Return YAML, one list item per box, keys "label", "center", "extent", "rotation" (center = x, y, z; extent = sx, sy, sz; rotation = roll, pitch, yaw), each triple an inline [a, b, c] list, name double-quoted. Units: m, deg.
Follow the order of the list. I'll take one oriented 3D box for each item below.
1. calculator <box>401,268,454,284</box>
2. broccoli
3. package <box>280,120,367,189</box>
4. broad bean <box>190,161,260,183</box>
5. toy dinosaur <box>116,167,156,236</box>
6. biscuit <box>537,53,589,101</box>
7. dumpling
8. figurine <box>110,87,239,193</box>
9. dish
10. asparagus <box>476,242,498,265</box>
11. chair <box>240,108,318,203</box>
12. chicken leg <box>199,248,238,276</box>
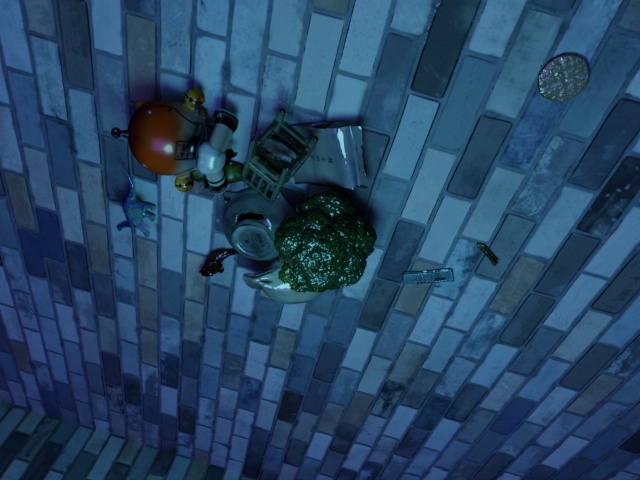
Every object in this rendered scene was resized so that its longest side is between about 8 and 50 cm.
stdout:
- label: "calculator"
  center: [0.367, 0.124, 1.615]
  extent: [0.172, 0.018, 0.057]
  rotation: [-6, 126, 16]
- label: "broccoli"
  center: [0.000, 0.000, 1.443]
  extent: [0.322, 0.283, 0.303]
  rotation: [-22, 106, -11]
- label: "package"
  center: [0.018, -0.250, 1.399]
  extent: [0.251, 0.062, 0.203]
  rotation: [7, 129, 25]
- label: "broad bean"
  center: [-0.281, -0.227, 1.488]
  extent: [0.319, 0.056, 0.098]
  rotation: [-11, 112, 14]
- label: "toy dinosaur"
  center: [-0.642, -0.104, 1.652]
  extent: [0.145, 0.076, 0.329]
  rotation: [30, 138, -1]
- label: "biscuit"
  center: [0.600, -0.401, 1.166]
  extent: [0.120, 0.015, 0.120]
  rotation: [6, 127, 9]
- label: "dumpling"
  center: [-0.079, 0.139, 1.645]
  extent: [0.181, 0.342, 0.260]
  rotation: [59, 164, 15]
- label: "figurine"
  center: [-0.416, -0.286, 1.374]
  extent: [0.324, 0.196, 0.319]
  rotation: [17, 114, 6]
- label: "dish"
  center: [-0.211, -0.031, 1.573]
  extent: [0.304, 0.120, 0.302]
  rotation: [7, 128, 8]
- label: "asparagus"
  center: [0.535, 0.044, 1.508]
  extent: [0.108, 0.025, 0.021]
  rotation: [43, 134, -18]
- label: "chair"
  center: [-0.125, -0.236, 1.365]
  extent: [0.136, 0.147, 0.270]
  rotation: [39, 159, -1]
- label: "chicken leg"
  center: [-0.378, 0.078, 1.740]
  extent: [0.093, 0.053, 0.205]
  rotation: [20, 139, -31]
